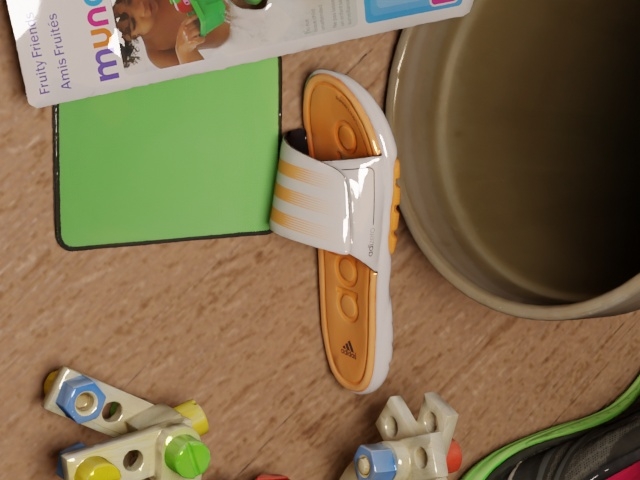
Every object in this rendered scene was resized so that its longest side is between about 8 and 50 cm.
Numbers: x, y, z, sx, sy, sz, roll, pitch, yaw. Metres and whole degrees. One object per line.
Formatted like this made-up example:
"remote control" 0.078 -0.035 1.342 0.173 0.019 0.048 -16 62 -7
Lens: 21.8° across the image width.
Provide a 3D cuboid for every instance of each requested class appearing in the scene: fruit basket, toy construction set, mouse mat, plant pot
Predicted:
"fruit basket" -0.062 -0.283 1.163 0.353 0.165 0.327 -15 107 -22
"toy construction set" -0.055 0.198 1.281 0.327 0.151 0.215 1 100 -18
"mouse mat" -0.113 -0.072 1.266 0.189 0.007 0.153 -5 103 -29
"plant pot" 0.262 -0.097 1.319 0.280 0.323 0.323 2 99 -45

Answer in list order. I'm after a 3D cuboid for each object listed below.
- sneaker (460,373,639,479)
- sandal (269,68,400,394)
"sneaker" 0.337 0.183 1.450 0.483 0.202 0.185 -37 116 -18
"sandal" 0.007 0.003 1.288 0.076 0.102 0.265 -15 109 -35
